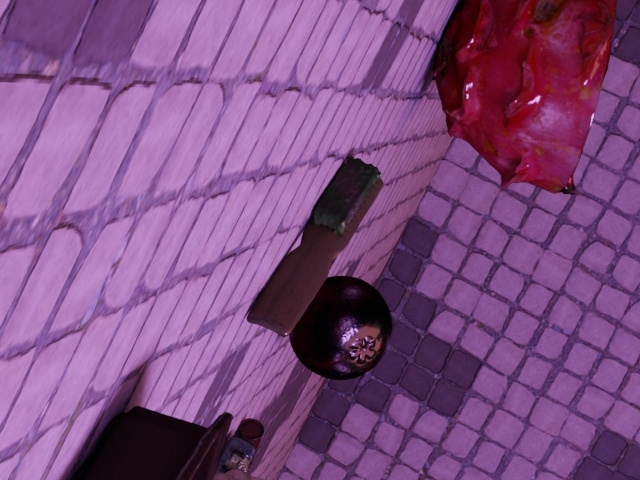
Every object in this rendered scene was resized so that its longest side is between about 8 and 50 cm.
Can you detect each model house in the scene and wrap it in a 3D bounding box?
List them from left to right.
[{"bbox_3d":[-0.116,0.318,1.999,0.083,0.066,0.079,-61,176,-20],"label":"model house"}]

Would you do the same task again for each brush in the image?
[{"bbox_3d":[0.000,0.000,1.622,0.048,0.054,0.282,98,19,-47],"label":"brush"}]

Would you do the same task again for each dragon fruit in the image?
[{"bbox_3d":[0.294,-0.260,2.093,0.386,0.249,0.371,109,-5,-77],"label":"dragon fruit"}]

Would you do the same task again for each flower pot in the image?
[{"bbox_3d":[-0.158,0.228,1.153,0.179,0.084,0.251,-59,174,-32],"label":"flower pot"}]

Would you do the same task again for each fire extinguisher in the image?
[{"bbox_3d":[-0.114,0.314,2.129,0.056,0.039,0.132,-21,153,-27],"label":"fire extinguisher"}]

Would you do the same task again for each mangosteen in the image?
[{"bbox_3d":[0.023,0.117,1.972,0.152,0.152,0.152,-61,174,-11],"label":"mangosteen"}]

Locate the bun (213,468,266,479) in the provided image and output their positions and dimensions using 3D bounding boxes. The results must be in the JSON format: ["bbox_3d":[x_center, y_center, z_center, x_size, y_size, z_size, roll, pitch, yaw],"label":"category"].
[{"bbox_3d":[-0.088,0.375,1.739,0.145,0.229,0.229,-50,177,15],"label":"bun"}]
